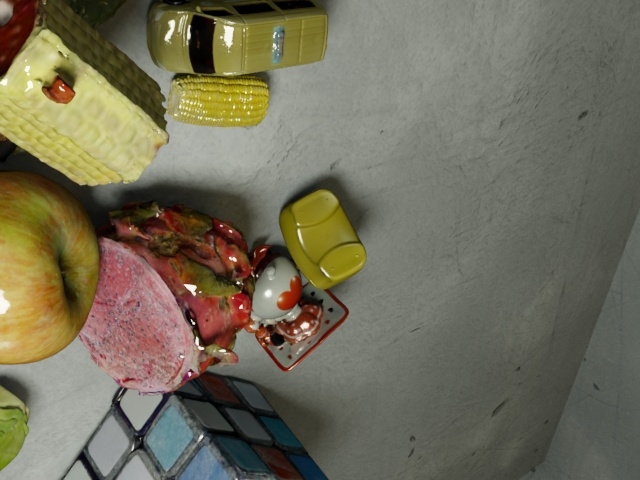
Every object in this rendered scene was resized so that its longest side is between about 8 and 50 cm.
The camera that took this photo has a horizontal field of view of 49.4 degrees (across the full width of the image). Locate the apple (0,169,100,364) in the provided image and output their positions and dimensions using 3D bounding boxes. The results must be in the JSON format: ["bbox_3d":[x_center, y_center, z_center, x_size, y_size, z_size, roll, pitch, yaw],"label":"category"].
[{"bbox_3d":[-0.428,0.033,0.903,0.264,0.264,0.264,-23,135,-26],"label":"apple"}]

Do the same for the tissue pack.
[{"bbox_3d":[0.000,0.000,1.324,0.123,0.178,0.127,-27,177,-22],"label":"tissue pack"}]

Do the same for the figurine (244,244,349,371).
[{"bbox_3d":[-0.091,0.106,1.366,0.183,0.160,0.226,-42,131,-6],"label":"figurine"}]

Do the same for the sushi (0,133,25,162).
[{"bbox_3d":[-0.442,-0.143,0.873,0.226,0.097,0.103,-18,132,-32],"label":"sushi"}]

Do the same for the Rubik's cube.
[{"bbox_3d":[-0.239,0.491,1.370,0.362,0.363,0.359,-53,144,1],"label":"Rubik's cube"}]

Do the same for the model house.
[{"bbox_3d":[-0.287,-0.167,0.760,0.160,0.254,0.196,-50,138,-2],"label":"model house"}]

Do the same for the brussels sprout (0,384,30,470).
[{"bbox_3d":[-0.562,0.312,1.107,0.161,0.143,0.181,42,67,-31],"label":"brussels sprout"}]

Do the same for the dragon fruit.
[{"bbox_3d":[-0.228,0.083,1.136,0.296,0.314,0.263,-48,173,36],"label":"dragon fruit"}]

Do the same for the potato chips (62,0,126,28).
[{"bbox_3d":[-0.300,-0.431,0.784,0.429,0.070,0.358,-38,141,-8],"label":"potato chips"}]

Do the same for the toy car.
[{"bbox_3d":[-0.116,-0.299,1.013,0.256,0.124,0.101,-18,131,-32],"label":"toy car"}]

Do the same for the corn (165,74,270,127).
[{"bbox_3d":[-0.158,-0.220,1.088,0.165,0.063,0.085,-4,134,-37],"label":"corn"}]
